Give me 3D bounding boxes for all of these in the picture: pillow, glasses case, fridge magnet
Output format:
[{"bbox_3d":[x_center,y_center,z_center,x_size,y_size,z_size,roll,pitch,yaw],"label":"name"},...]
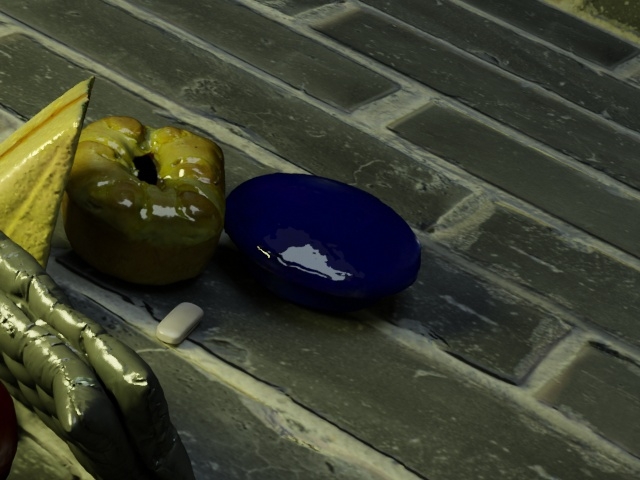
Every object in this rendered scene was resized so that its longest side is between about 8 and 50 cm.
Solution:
[{"bbox_3d":[-0.254,0.119,1.413,0.101,0.228,0.326,-38,55,-18],"label":"pillow"},{"bbox_3d":[-0.164,0.096,1.715,0.032,0.021,0.083,21,28,11],"label":"glasses case"},{"bbox_3d":[0.000,0.000,1.886,0.265,0.112,0.265,14,28,-7],"label":"fridge magnet"}]

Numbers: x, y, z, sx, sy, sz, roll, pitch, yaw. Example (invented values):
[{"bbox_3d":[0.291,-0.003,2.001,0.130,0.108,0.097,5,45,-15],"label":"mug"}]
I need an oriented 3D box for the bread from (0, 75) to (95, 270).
[{"bbox_3d":[-0.362,-0.066,1.639,0.163,0.264,0.167,15,23,-10],"label":"bread"}]

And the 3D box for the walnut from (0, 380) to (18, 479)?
[{"bbox_3d":[-0.390,0.150,1.254,0.222,0.244,0.269,29,30,22],"label":"walnut"}]

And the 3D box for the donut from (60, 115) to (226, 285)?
[{"bbox_3d":[-0.223,-0.053,1.833,0.208,0.128,0.261,13,29,-7],"label":"donut"}]
